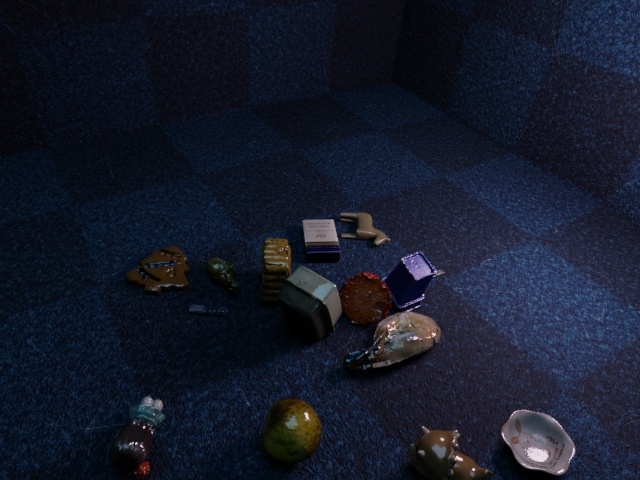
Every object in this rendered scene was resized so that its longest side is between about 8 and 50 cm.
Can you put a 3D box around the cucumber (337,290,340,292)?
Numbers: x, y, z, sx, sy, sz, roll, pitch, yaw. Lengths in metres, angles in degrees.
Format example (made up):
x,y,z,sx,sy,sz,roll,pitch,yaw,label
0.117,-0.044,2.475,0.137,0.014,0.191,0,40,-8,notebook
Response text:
x,y,z,sx,sy,sz,roll,pitch,yaw,label
0.069,0.241,2.034,0.105,0.048,0.048,2,40,-1,cucumber

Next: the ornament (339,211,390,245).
x,y,z,sx,sy,sz,roll,pitch,yaw,label
0.222,-0.055,2.393,0.244,0.061,0.230,1,42,0,ornament

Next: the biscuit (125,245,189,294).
x,y,z,sx,sy,sz,roll,pitch,yaw,label
-0.700,0.119,2.093,0.278,0.043,0.301,5,40,-1,biscuit

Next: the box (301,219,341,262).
x,y,z,sx,sy,sz,roll,pitch,yaw,label
0.000,0.000,2.294,0.168,0.071,0.259,-1,41,-7,box

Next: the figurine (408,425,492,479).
x,y,z,sx,sy,sz,roll,pitch,yaw,label
0.398,0.677,1.451,0.247,0.173,0.177,29,45,26,figurine

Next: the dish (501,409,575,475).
x,y,z,sx,sy,sz,roll,pitch,yaw,label
0.707,0.678,1.561,0.229,0.081,0.229,1,38,0,dish

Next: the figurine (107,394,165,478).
x,y,z,sx,sy,sz,roll,pitch,yaw,label
-0.562,0.604,1.486,0.138,0.110,0.245,22,33,-7,figurine

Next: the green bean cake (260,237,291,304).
x,y,z,sx,sy,sz,roll,pitch,yaw,label
-0.187,0.130,2.001,0.131,0.230,0.224,2,36,-7,green bean cake

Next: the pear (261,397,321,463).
x,y,z,sx,sy,sz,roll,pitch,yaw,label
-0.082,0.596,1.482,0.197,0.197,0.197,3,40,-3,pear

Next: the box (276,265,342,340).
x,y,z,sx,sy,sz,roll,pitch,yaw,label
-0.040,0.247,1.830,0.220,0.290,0.166,28,65,25,box

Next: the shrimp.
x,y,z,sx,sy,sz,roll,pitch,yaw,label
0.278,0.388,1.845,0.445,0.110,0.221,-18,39,-31,shrimp

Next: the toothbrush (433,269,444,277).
x,y,z,sx,sy,sz,roll,pitch,yaw,label
0.434,0.183,2.162,0.321,0.023,0.031,-14,37,-23,toothbrush

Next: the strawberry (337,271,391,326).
x,y,z,sx,sy,sz,roll,pitch,yaw,label
0.192,0.234,1.985,0.234,0.234,0.178,18,12,14,strawberry

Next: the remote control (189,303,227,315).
x,y,z,sx,sy,sz,roll,pitch,yaw,label
-0.458,0.284,1.939,0.152,0.027,0.043,4,44,1,remote control

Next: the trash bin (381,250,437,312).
x,y,z,sx,sy,sz,roll,pitch,yaw,label
0.378,0.174,1.993,0.162,0.234,0.184,-18,60,-26,trash bin

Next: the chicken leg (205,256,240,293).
x,y,z,sx,sy,sz,roll,pitch,yaw,label
-0.412,0.149,2.058,0.227,0.088,0.103,32,34,33,chicken leg
